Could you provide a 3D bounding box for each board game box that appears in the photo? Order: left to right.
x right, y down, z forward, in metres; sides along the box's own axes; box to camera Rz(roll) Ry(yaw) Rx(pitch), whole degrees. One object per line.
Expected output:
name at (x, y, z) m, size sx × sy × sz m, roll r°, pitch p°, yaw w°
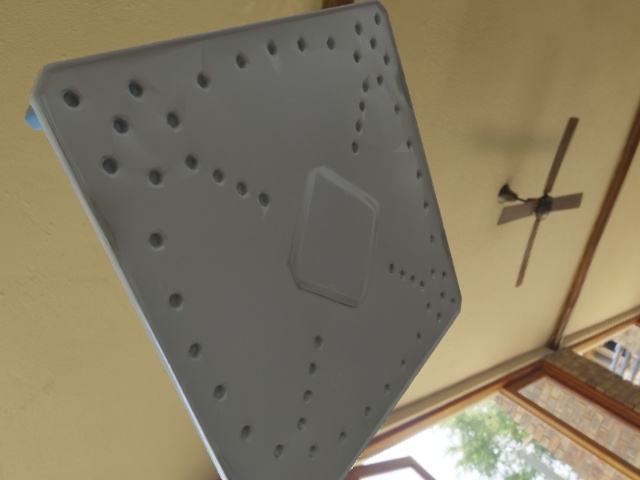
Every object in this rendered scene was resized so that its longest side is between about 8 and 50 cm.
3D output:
board game box at (0.000, 0.000, 0.460) m, size 0.390 × 0.050 × 0.391 m, roll -37°, pitch -65°, yaw -43°
